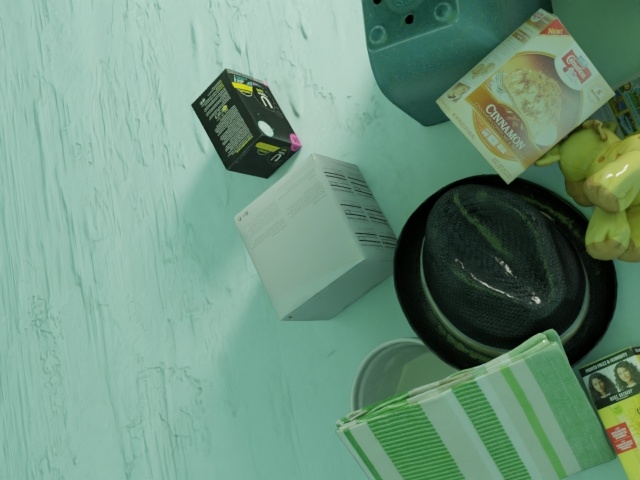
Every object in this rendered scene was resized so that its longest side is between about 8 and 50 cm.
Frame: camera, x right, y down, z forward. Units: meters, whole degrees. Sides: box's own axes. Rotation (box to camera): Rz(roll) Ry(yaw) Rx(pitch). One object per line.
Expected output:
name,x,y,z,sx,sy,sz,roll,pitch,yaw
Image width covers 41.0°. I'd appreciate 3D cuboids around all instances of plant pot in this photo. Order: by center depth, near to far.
plant pot,0.186,-0.335,1.269,0.247,0.252,0.248,-12,80,33

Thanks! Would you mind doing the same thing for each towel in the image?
towel,0.215,0.274,1.189,0.325,0.248,0.038,-25,26,12

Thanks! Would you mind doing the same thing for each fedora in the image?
fedora,0.248,0.033,1.201,0.334,0.152,0.334,-6,68,15

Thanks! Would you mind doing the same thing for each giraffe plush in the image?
giraffe plush,0.384,-0.091,1.149,0.170,0.181,0.210,32,116,54

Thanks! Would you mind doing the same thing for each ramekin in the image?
ramekin,0.159,0.251,1.323,0.207,0.109,0.207,-3,84,34

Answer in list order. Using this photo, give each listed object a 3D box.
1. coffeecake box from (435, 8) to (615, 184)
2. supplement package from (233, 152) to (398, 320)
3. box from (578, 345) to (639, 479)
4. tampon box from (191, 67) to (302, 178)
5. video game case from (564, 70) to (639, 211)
coffeecake box,0.275,-0.193,1.158,0.185,0.142,0.068,-41,24,13
supplement package,0.000,0.000,1.428,0.194,0.149,0.203,-37,67,26
box,0.440,0.265,1.158,0.087,0.058,0.232,-30,70,28
tampon box,-0.133,-0.210,1.556,0.101,0.120,0.161,-41,65,25
video game case,0.462,-0.122,1.198,0.206,0.026,0.227,-28,70,30
